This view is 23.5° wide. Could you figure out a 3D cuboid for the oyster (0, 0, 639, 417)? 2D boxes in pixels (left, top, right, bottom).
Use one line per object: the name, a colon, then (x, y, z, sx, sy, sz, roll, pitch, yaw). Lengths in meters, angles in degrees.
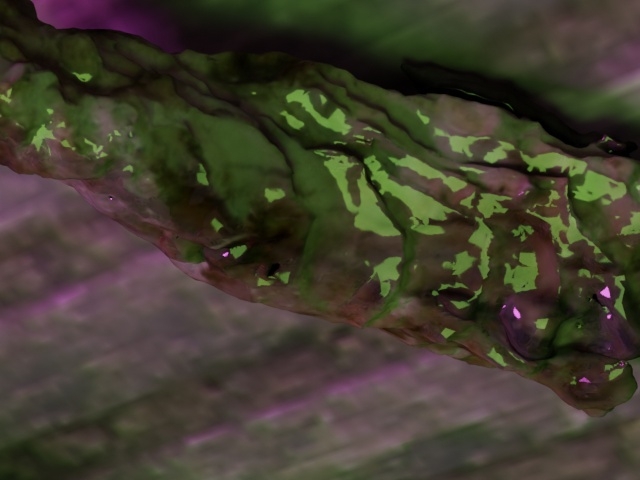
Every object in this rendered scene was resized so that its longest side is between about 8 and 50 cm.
oyster: (0.002, -0.002, 0.376, 0.200, 0.061, 0.106, 10, 128, 4)
